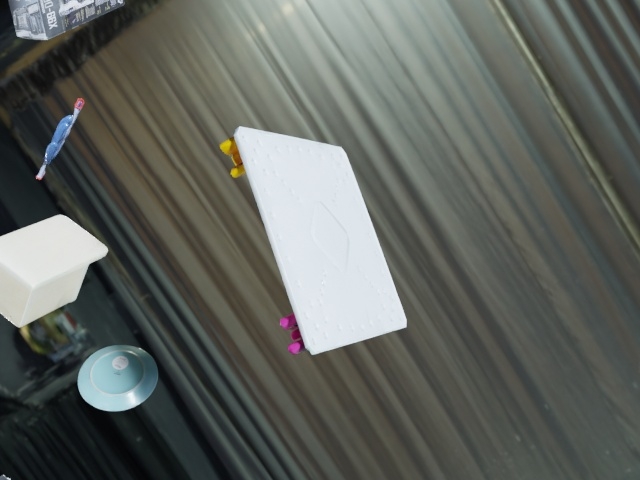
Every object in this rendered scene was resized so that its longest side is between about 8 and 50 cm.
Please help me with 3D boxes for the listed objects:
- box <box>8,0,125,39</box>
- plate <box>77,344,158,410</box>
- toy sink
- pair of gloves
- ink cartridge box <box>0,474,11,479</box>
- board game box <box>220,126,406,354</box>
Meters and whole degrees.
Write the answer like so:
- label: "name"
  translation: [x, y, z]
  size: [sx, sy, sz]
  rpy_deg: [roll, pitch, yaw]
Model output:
- label: "box"
  translation: [-0.481, -0.551, 1.391]
  size: [0.077, 0.307, 0.242]
  rpy_deg: [12, 36, 20]
- label: "plate"
  translation: [-0.486, 0.322, 1.824]
  size: [0.188, 0.188, 0.024]
  rpy_deg: [-36, -30, -33]
- label: "toy sink"
  translation: [-0.605, 0.063, 1.648]
  size: [0.234, 0.153, 0.131]
  rpy_deg: [-37, -21, -58]
- label: "pair of gloves"
  translation: [-0.556, -0.216, 1.614]
  size: [0.159, 0.023, 0.198]
  rpy_deg: [-55, 18, 21]
- label: "ink cartridge box"
  translation: [-0.721, 0.627, 1.452]
  size: [0.304, 0.072, 0.307]
  rpy_deg: [-35, -22, -44]
- label: "board game box"
  translation: [0.000, 0.000, 1.380]
  size: [0.050, 0.389, 0.390]
  rpy_deg: [-24, -10, 26]
